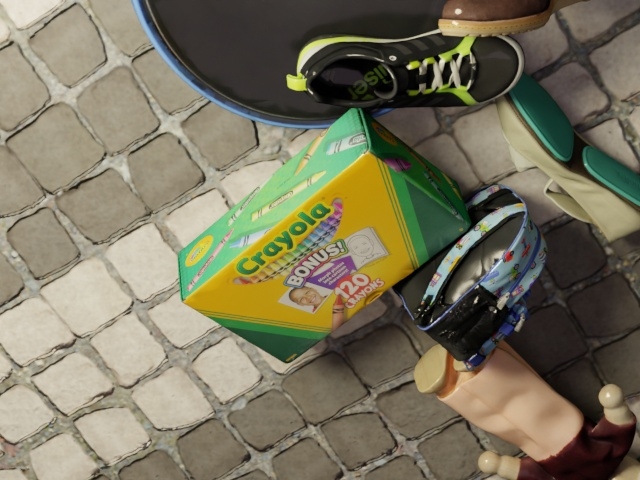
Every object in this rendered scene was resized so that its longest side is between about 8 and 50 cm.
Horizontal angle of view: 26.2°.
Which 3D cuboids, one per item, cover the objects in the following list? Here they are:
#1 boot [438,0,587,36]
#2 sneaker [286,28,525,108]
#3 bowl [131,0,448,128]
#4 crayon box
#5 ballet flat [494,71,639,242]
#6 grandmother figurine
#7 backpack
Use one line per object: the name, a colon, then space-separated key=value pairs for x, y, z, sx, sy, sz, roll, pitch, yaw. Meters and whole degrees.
boot: x=0.192 y=-0.314 z=1.316 sx=0.248 sy=0.090 sz=0.206 roll=-26 pitch=115 yaw=-35
sneaker: x=0.086 y=-0.156 z=1.350 sx=0.235 sy=0.097 sz=0.084 roll=-3 pitch=115 yaw=3
bowl: x=-0.010 y=-0.294 z=1.385 sx=0.391 sy=0.077 sz=0.391 roll=0 pitch=115 yaw=0
crayon box: x=0.000 y=0.000 z=1.477 sx=0.278 sy=0.081 sz=0.165 roll=-38 pitch=128 yaw=24
ballet flat: x=0.256 y=-0.085 z=1.480 sx=0.248 sy=0.086 sz=0.086 roll=39 pitch=110 yaw=-17
grandmother figurine: x=0.282 y=0.226 z=1.614 sx=0.342 sy=0.104 sz=0.208 roll=39 pitch=137 yaw=-19
backpack: x=0.174 y=0.031 z=1.496 sx=0.117 sy=0.158 sz=0.173 roll=40 pitch=98 yaw=-25
